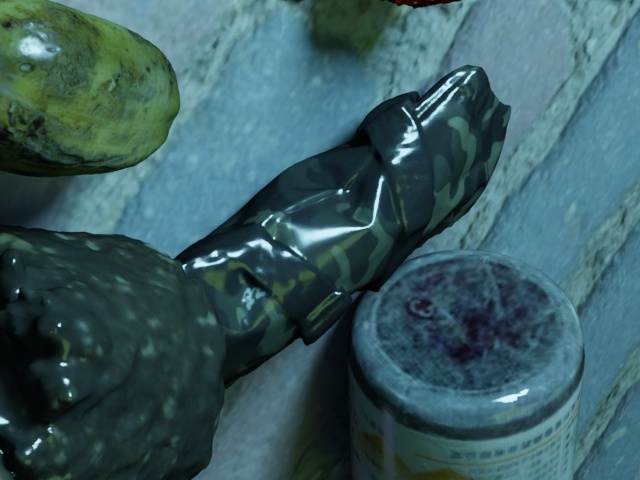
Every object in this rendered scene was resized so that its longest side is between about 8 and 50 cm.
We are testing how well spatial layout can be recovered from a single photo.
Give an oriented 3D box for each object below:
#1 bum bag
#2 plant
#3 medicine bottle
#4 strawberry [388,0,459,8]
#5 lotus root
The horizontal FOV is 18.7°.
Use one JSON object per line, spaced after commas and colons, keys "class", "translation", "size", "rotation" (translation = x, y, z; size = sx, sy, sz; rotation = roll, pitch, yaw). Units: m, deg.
{"class": "bum bag", "translation": [0.000, 0.000, 1.211], "size": [0.340, 0.095, 0.144], "rotation": [-34, 158, -23]}
{"class": "plant", "translation": [-0.204, 0.080, 0.976], "size": [0.321, 0.194, 0.181], "rotation": [-6, 113, -54]}
{"class": "medicine bottle", "translation": [0.103, 0.152, 1.411], "size": [0.165, 0.165, 0.273], "rotation": [-32, 141, -28]}
{"class": "strawberry", "translation": [0.060, -0.172, 1.136], "size": [0.096, 0.083, 0.083], "rotation": [-17, 134, -30]}
{"class": "lotus root", "translation": [-0.137, -0.075, 0.982], "size": [0.179, 0.080, 0.089], "rotation": [9, 108, -60]}
